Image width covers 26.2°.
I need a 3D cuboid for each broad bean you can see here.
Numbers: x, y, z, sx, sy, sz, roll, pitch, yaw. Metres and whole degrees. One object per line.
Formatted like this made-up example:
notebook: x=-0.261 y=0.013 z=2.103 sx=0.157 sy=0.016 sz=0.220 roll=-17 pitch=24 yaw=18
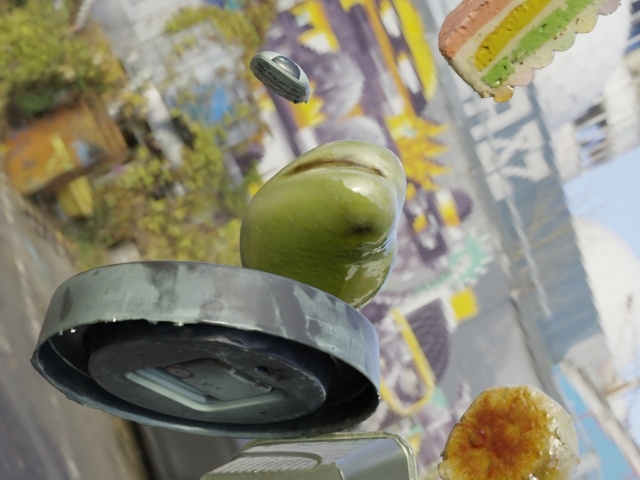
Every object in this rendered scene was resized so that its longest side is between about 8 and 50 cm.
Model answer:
broad bean: x=0.000 y=0.000 z=1.611 sx=0.121 sy=0.189 sz=0.263 roll=-83 pitch=-166 yaw=-53

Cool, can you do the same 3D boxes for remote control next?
remote control: x=-0.051 y=-0.227 z=1.887 sx=0.097 sy=0.045 sz=0.256 roll=34 pitch=1 yaw=-7

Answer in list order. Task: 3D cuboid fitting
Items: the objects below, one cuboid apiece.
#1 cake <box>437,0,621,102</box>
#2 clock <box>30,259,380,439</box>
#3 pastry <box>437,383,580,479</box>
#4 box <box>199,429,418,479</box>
cake: x=0.225 y=-0.240 z=1.484 sx=0.109 sy=0.090 sz=0.225 roll=42 pitch=-41 yaw=-13
clock: x=-0.121 y=0.128 z=1.523 sx=0.386 sy=0.386 sz=0.076 roll=70 pitch=24 yaw=-63
pastry: x=0.263 y=0.294 z=1.886 sx=0.093 sy=0.192 sz=0.182 roll=35 pitch=4 yaw=-42
box: x=-0.027 y=0.328 z=1.809 sx=0.178 sy=0.274 sz=0.138 roll=-4 pitch=85 yaw=-60
